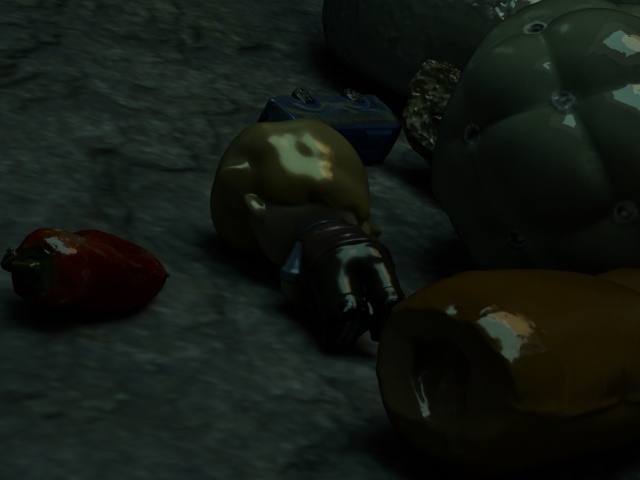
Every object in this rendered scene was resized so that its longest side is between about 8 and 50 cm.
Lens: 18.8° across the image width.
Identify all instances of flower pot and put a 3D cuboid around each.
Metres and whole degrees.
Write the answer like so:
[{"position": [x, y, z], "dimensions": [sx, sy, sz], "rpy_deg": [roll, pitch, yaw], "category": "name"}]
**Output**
[{"position": [0.201, -0.066, 1.454], "dimensions": [0.195, 0.246, 0.246], "rpy_deg": [26, 20, 18], "category": "flower pot"}]

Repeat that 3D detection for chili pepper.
[{"position": [-0.143, 0.018, 1.165], "dimensions": [0.059, 0.050, 0.191], "rpy_deg": [25, 7, 24], "category": "chili pepper"}]

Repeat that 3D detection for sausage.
[{"position": [0.168, 0.074, 1.225], "dimensions": [0.134, 0.116, 0.354], "rpy_deg": [15, 10, 34], "category": "sausage"}]

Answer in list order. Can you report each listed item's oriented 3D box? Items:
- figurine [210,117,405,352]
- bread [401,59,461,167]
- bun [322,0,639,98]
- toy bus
[{"position": [0.000, 0.000, 1.311], "dimensions": [0.114, 0.108, 0.196], "rpy_deg": [-15, 47, -18], "category": "figurine"}, {"position": [0.128, -0.084, 1.652], "dimensions": [0.125, 0.082, 0.106], "rpy_deg": [47, 2, 39], "category": "bread"}, {"position": [0.173, -0.229, 1.918], "dimensions": [0.362, 0.211, 0.362], "rpy_deg": [16, 19, -6], "category": "bun"}, {"position": [0.006, -0.093, 1.627], "dimensions": [0.153, 0.051, 0.061], "rpy_deg": [-5, 43, -51], "category": "toy bus"}]
